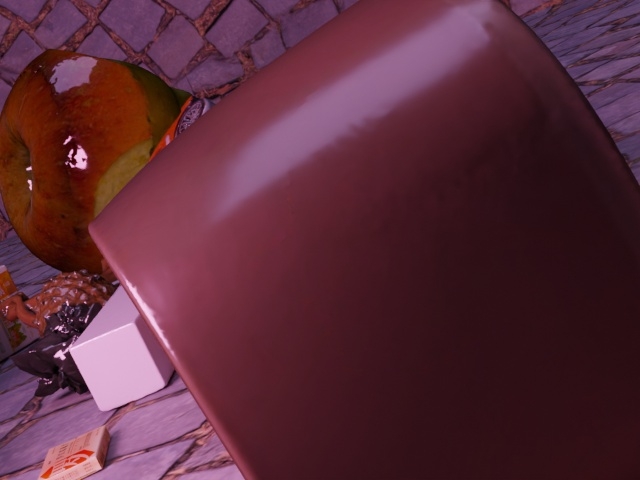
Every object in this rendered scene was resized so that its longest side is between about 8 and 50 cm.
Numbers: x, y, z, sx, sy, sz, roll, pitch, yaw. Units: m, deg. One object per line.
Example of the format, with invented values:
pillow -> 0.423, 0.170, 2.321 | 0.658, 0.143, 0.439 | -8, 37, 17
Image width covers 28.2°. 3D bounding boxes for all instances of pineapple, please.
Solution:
pineapple -> -0.285, 0.112, 1.471 | 0.119, 0.111, 0.237 | -50, 15, 6

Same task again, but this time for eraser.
eraser -> -0.192, 0.092, 1.406 | 0.076, 0.078, 0.298 | -23, 11, 8

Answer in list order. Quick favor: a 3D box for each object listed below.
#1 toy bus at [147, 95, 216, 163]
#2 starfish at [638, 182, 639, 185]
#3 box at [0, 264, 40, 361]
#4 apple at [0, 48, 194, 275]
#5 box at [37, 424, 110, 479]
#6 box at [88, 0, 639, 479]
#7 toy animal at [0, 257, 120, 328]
toy bus -> -0.105, -0.015, 1.379 | 0.153, 0.143, 0.329 | -48, 31, 21
starfish -> 0.205, -0.005, 1.007 | 0.358, 0.078, 0.347 | -25, 4, 15
box -> -0.504, 0.134, 1.769 | 0.032, 0.122, 0.220 | -11, 17, 48
apple -> -0.309, -0.125, 1.966 | 0.374, 0.374, 0.384 | -34, -15, -40
box -> -0.220, 0.196, 1.140 | 0.058, 0.015, 0.093 | -23, 10, -1
box -> 0.032, 0.040, 0.662 | 0.216, 0.301, 0.301 | -34, 12, -8
toy animal -> -0.276, 0.065, 1.647 | 0.312, 0.097, 0.157 | -24, 5, -14
